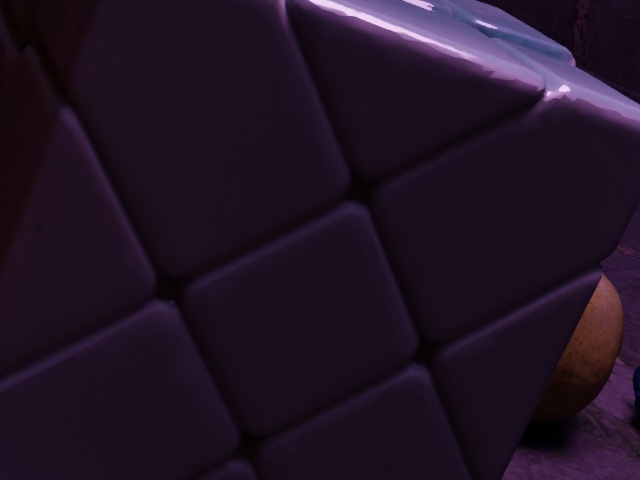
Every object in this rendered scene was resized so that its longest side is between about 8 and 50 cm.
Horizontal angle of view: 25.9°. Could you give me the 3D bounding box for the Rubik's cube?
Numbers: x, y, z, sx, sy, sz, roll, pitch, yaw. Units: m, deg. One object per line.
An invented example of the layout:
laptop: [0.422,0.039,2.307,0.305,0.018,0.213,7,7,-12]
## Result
Rubik's cube: [-0.056,-0.019,0.812,0.322,0.318,0.316,15,18,-27]

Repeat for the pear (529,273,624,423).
pear: [0.164,0.073,1.120,0.167,0.136,0.167,17,19,-6]

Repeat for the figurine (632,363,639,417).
figurine: [0.334,0.153,1.226,0.136,0.077,0.079,33,49,-18]
